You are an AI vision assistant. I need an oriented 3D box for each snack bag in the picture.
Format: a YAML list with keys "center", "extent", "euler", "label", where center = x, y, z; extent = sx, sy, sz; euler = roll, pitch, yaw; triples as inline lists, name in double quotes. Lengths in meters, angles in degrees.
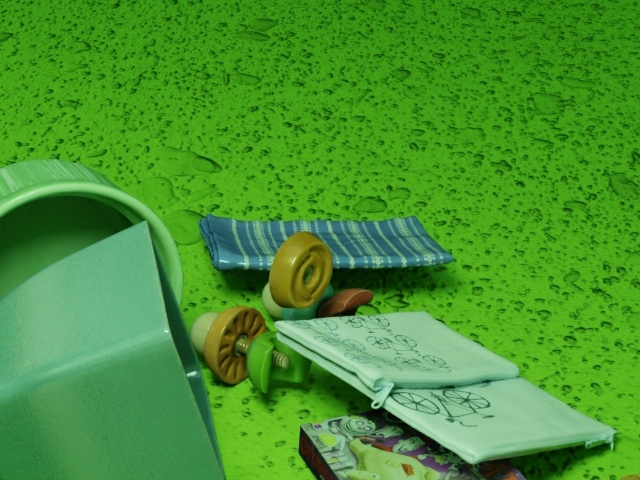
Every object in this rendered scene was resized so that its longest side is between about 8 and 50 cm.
- center: [0.159, 0.175, 2.005]
  extent: [0.342, 0.037, 0.323]
  euler: [31, 19, 37]
  label: "snack bag"

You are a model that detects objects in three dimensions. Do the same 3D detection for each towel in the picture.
- center: [0.000, 0.000, 2.311]
  extent: [0.336, 0.040, 0.243]
  euler: [-1, 13, -8]
  label: "towel"

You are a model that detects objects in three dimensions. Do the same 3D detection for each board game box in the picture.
- center: [0.131, 0.295, 1.862]
  extent: [0.208, 0.056, 0.347]
  euler: [-5, 25, -22]
  label: "board game box"

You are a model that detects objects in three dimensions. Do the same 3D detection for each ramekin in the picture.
- center: [-0.338, 0.045, 2.027]
  extent: [0.303, 0.303, 0.148]
  euler: [-9, 26, -21]
  label: "ramekin"

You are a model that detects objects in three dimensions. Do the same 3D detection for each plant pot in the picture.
- center: [-0.273, 0.168, 1.884]
  extent: [0.252, 0.247, 0.248]
  euler: [-17, 33, -2]
  label: "plant pot"

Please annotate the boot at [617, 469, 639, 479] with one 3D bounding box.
- center: [0.357, 0.354, 1.797]
  extent: [0.295, 0.104, 0.211]
  euler: [-24, 26, -23]
  label: "boot"

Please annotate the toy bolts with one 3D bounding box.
- center: [-0.053, 0.075, 2.117]
  extent: [0.158, 0.218, 0.228]
  euler: [20, 16, 35]
  label: "toy bolts"
